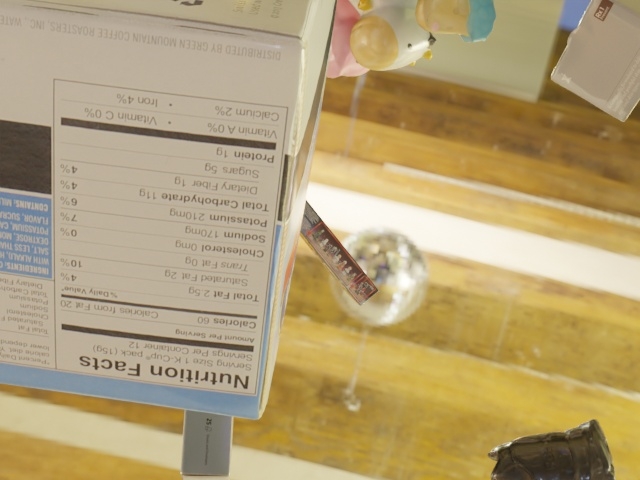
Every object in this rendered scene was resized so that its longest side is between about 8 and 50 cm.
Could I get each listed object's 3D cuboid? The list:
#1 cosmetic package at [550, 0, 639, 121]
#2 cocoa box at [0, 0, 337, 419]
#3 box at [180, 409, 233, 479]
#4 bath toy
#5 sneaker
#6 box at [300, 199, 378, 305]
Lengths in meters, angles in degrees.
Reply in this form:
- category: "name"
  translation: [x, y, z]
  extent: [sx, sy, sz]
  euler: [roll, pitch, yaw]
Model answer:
- category: "cosmetic package"
  translation: [0.358, -0.250, 1.276]
  extent: [0.107, 0.127, 0.238]
  euler: [32, -131, 9]
- category: "cocoa box"
  translation: [-0.115, -0.095, 0.706]
  extent: [0.231, 0.228, 0.347]
  euler: [8, -148, 0]
- category: "box"
  translation: [-0.088, 0.145, 0.921]
  extent: [0.038, 0.186, 0.145]
  euler: [4, -120, -5]
- category: "bath toy"
  translation: [0.043, -0.249, 1.323]
  extent: [0.129, 0.151, 0.348]
  euler: [30, 162, -29]
- category: "sneaker"
  translation: [0.215, 0.290, 1.147]
  extent: [0.130, 0.286, 0.109]
  euler: [-4, -148, 1]
- category: "box"
  translation: [0.000, 0.000, 1.197]
  extent: [0.137, 0.027, 0.094]
  euler: [51, 177, -15]
